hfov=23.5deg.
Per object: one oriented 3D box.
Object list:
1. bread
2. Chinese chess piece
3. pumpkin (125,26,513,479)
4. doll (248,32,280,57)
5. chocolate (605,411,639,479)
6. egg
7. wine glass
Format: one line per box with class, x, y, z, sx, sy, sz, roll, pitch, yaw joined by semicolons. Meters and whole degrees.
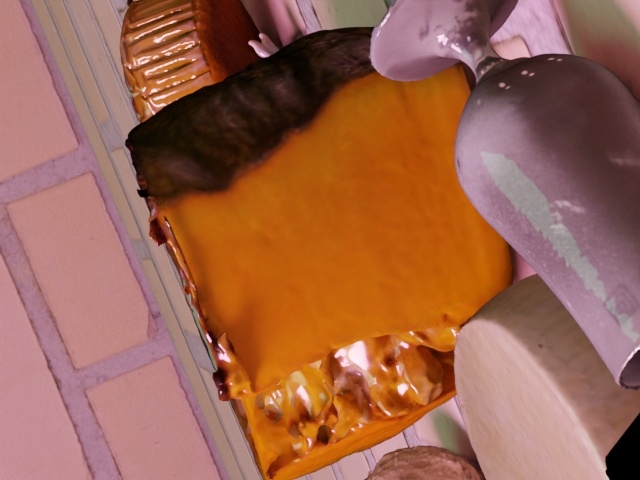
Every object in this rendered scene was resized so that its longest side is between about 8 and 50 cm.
bread;-0.098;-0.140;1.397;0.199;0.104;0.199;-16;-90;-74
Chinese chess piece;0.174;0.134;0.898;0.250;0.101;0.250;60;165;27
pumpkin;0.000;0.006;1.045;0.303;0.225;0.256;92;159;-66
doll;-0.020;-0.121;1.322;0.084;0.073;0.127;-2;120;40
chocolate;0.222;0.103;0.638;0.133;0.156;0.156;51;168;-8
egg;0.096;0.240;1.346;0.140;0.118;0.116;35;172;25
wine glass;0.126;-0.038;0.799;0.231;0.103;0.103;58;164;24
